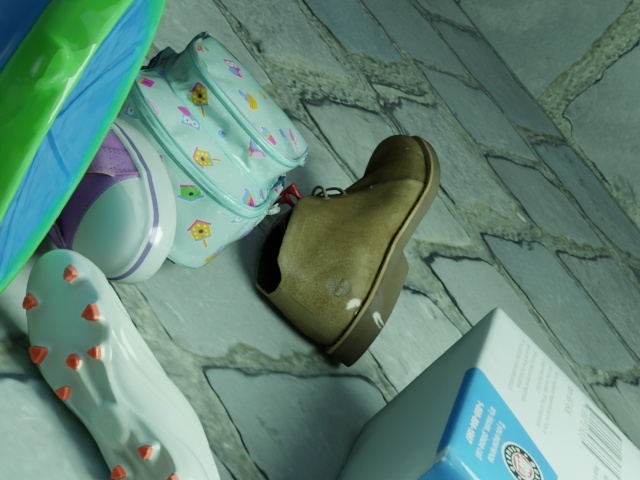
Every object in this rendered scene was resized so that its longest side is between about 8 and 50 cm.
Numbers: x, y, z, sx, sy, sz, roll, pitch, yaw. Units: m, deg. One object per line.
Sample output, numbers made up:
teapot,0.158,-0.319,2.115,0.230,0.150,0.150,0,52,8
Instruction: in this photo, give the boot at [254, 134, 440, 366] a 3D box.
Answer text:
boot,0.028,-0.023,1.378,0.115,0.112,0.305,33,37,-7

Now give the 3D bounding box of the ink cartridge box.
ink cartridge box,0.194,0.277,1.101,0.395,0.166,0.285,45,21,-2

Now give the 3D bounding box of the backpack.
backpack,-0.103,-0.071,1.204,0.166,0.144,0.188,50,23,-7

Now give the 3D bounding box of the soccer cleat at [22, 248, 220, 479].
soccer cleat,-0.126,0.094,0.966,0.196,0.068,0.076,60,18,14

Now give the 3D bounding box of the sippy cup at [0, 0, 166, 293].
sippy cup,-0.237,-0.111,0.875,0.224,0.240,0.305,30,10,-2

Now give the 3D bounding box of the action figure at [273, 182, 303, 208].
action figure,0.000,0.000,1.433,0.115,0.030,0.038,48,25,-11

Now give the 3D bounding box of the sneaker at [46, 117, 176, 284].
sneaker,-0.226,-0.074,1.043,0.282,0.102,0.161,46,21,30
